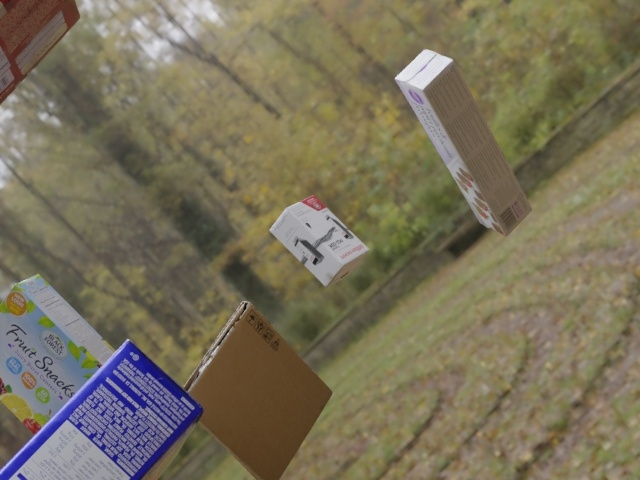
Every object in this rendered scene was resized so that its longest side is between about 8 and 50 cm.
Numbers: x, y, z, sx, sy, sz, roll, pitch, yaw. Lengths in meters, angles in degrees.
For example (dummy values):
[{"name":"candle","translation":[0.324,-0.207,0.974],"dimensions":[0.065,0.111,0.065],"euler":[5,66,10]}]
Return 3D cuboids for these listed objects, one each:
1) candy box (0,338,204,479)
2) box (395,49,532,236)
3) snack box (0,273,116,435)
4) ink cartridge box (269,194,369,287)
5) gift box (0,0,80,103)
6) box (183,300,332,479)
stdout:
[{"name":"candy box","translation":[-0.283,0.287,1.266],"dimensions":[0.317,0.122,0.268],"euler":[-46,-5,-23]},{"name":"box","translation":[0.211,-0.133,1.687],"dimensions":[0.067,0.324,0.063],"euler":[-46,41,-10]},{"name":"snack box","translation":[-0.415,0.185,1.776],"dimensions":[0.174,0.207,0.070],"euler":[-49,-6,23]},{"name":"ink cartridge box","translation":[0.000,0.000,1.911],"dimensions":[0.056,0.135,0.099],"euler":[-52,-12,31]},{"name":"gift box","translation":[-0.473,-0.296,1.418],"dimensions":[0.255,0.258,0.276],"euler":[-49,-3,-16]},{"name":"box","translation":[-0.083,0.206,1.556],"dimensions":[0.021,0.201,0.164],"euler":[4,52,48]}]
